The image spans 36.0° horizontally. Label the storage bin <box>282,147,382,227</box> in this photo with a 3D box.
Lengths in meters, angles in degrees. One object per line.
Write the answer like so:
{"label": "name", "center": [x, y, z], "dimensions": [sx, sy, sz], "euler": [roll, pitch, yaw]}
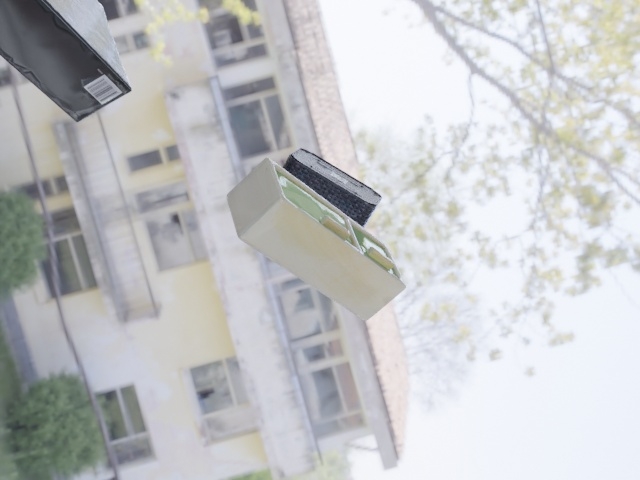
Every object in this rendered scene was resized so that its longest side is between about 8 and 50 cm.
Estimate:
{"label": "storage bin", "center": [0.011, -0.083, 1.780], "dimensions": [0.084, 0.180, 0.122], "euler": [-60, 177, 16]}

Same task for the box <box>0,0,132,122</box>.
{"label": "box", "center": [-0.379, -0.307, 1.312], "dimensions": [0.261, 0.103, 0.184], "euler": [48, 17, -56]}

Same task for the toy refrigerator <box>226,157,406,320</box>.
{"label": "toy refrigerator", "center": [0.000, 0.000, 1.406], "dimensions": [0.269, 0.094, 0.102], "euler": [36, 21, -36]}
